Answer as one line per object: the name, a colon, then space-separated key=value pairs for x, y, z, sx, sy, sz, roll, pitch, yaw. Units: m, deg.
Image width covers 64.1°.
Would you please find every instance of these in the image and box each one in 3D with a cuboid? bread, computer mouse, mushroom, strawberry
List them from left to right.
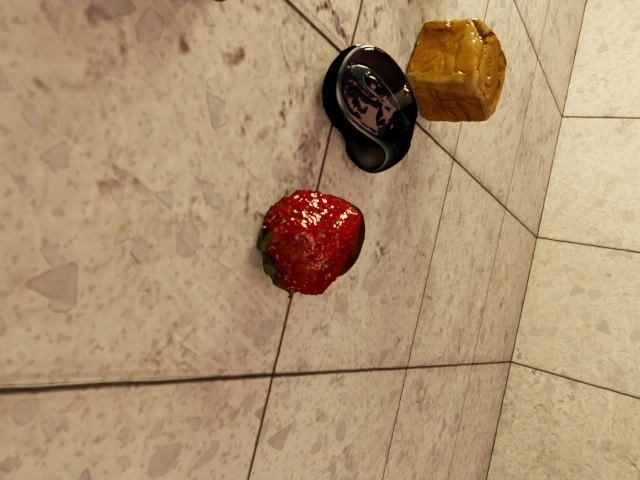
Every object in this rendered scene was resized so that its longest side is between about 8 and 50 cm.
strawberry: x=0.000 y=0.000 z=0.713 sx=0.187 sy=0.082 sz=0.146 roll=-38 pitch=118 yaw=-34
mushroom: x=0.035 y=-0.002 z=0.817 sx=0.123 sy=0.052 sz=0.123 roll=-26 pitch=121 yaw=-52
computer mouse: x=0.091 y=-0.196 z=0.804 sx=0.233 sy=0.096 sz=0.137 roll=41 pitch=66 yaw=-53
bread: x=0.259 y=-0.317 z=0.973 sx=0.149 sy=0.143 sz=0.158 roll=31 pitch=70 yaw=-54
